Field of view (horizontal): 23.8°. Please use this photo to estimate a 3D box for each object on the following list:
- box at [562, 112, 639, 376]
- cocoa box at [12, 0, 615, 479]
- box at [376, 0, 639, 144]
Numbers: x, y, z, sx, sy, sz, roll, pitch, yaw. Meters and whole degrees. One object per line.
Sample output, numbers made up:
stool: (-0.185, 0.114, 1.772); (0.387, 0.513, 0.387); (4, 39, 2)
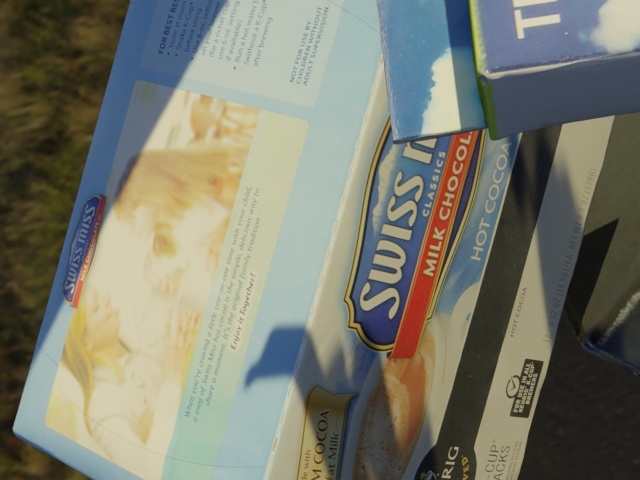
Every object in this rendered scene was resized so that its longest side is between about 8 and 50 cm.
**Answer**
box: (0.477, -0.055, 1.084); (0.480, 0.472, 0.297); (-55, 18, 16)
cocoa box: (0.000, 0.000, 0.934); (0.231, 0.228, 0.347); (18, 93, 44)
box: (0.096, -0.086, 0.328); (0.042, 0.178, 0.109); (61, -158, -72)
